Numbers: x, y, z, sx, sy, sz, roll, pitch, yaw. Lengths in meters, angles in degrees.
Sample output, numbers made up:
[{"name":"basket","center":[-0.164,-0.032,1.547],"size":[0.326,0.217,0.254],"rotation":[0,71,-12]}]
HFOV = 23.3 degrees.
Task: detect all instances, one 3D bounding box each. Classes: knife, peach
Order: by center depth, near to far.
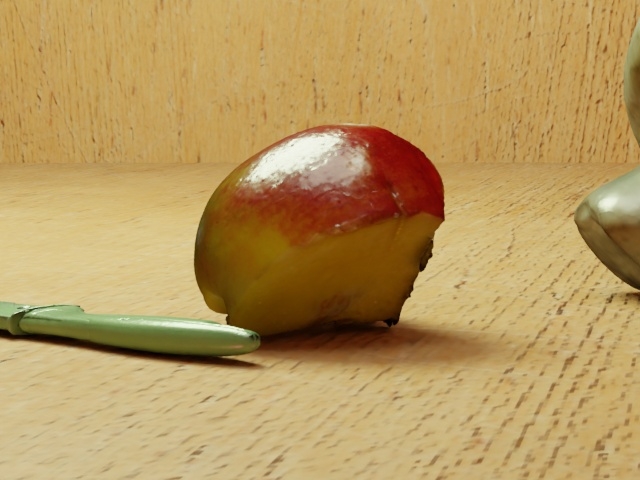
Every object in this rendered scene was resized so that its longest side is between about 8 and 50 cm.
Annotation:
[{"name":"peach","center":[-0.004,-0.006,0.880],"size":[0.151,0.118,0.151],"rotation":[-3,2,0]},{"name":"knife","center":[-0.146,0.046,0.883],"size":[0.293,0.020,0.043],"rotation":[3,9,36]}]

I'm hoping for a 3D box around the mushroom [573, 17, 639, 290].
[{"name":"mushroom","center":[0.276,-0.050,1.005],"size":[0.243,0.244,0.243],"rotation":[-1,7,0]}]
